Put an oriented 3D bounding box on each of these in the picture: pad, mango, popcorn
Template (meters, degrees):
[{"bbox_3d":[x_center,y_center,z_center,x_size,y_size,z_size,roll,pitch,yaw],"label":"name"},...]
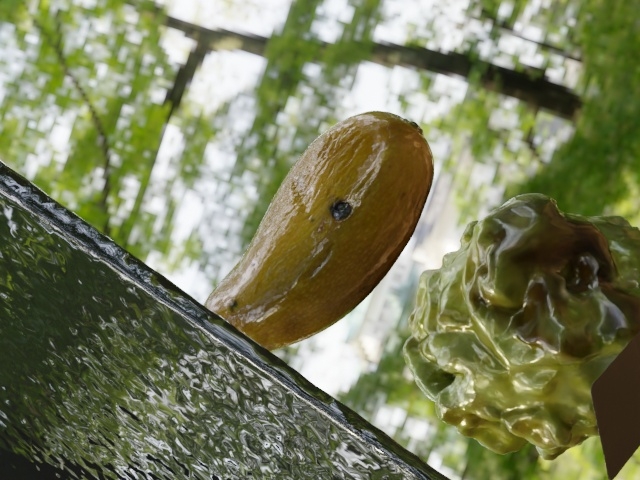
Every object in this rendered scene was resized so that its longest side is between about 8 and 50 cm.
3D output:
[{"bbox_3d":[0.319,0.161,1.603,0.157,0.003,0.112,-37,-60,-46],"label":"pad"},{"bbox_3d":[0.005,0.002,1.538,0.295,0.120,0.177,-55,26,-4],"label":"mango"},{"bbox_3d":[0.253,0.109,1.806,0.312,0.312,0.312,19,-90,-78],"label":"popcorn"}]

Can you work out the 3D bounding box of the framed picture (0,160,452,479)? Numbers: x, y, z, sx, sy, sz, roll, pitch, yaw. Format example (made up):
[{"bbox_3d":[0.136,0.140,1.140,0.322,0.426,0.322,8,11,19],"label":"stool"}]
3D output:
[{"bbox_3d":[-0.030,0.099,0.499,0.014,0.338,0.255,-46,-20,-30],"label":"framed picture"}]
